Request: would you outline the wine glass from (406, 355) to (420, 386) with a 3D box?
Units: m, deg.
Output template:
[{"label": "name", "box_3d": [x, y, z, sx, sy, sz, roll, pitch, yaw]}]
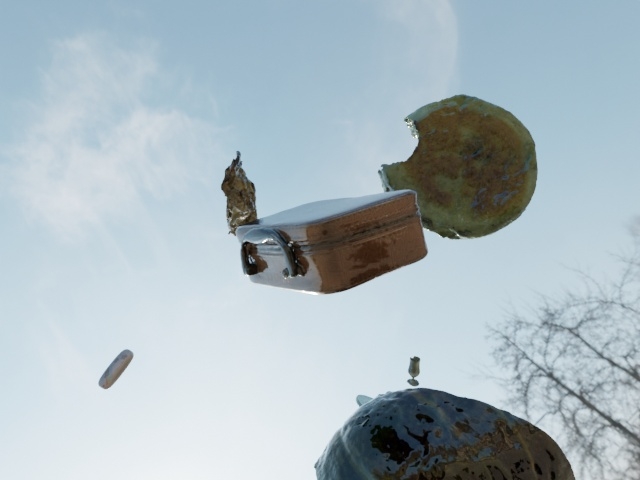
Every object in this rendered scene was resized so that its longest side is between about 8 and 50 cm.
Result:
[{"label": "wine glass", "box_3d": [0.277, 0.384, 1.470, 0.038, 0.042, 0.083, 6, -73, 6]}]

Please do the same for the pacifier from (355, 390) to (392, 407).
[{"label": "pacifier", "box_3d": [0.112, 0.305, 0.784, 0.117, 0.150, 0.127, -64, -20, 3]}]

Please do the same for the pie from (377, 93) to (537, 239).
[{"label": "pie", "box_3d": [0.269, -0.142, 0.971, 0.302, 0.302, 0.067, -45, -17, 0]}]

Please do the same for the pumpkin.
[{"label": "pumpkin", "box_3d": [0.128, 0.243, 0.506, 0.163, 0.278, 0.111, -35, -42, -60]}]

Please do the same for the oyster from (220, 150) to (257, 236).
[{"label": "oyster", "box_3d": [-0.142, -0.073, 0.906, 0.056, 0.105, 0.177, 1, -66, 1]}]

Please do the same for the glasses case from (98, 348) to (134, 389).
[{"label": "glasses case", "box_3d": [-0.390, 0.245, 0.955, 0.083, 0.032, 0.021, -56, -45, -26]}]

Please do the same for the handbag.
[{"label": "handbag", "box_3d": [0.000, 0.000, 0.520, 0.151, 0.193, 0.072, -20, -77, -29]}]
